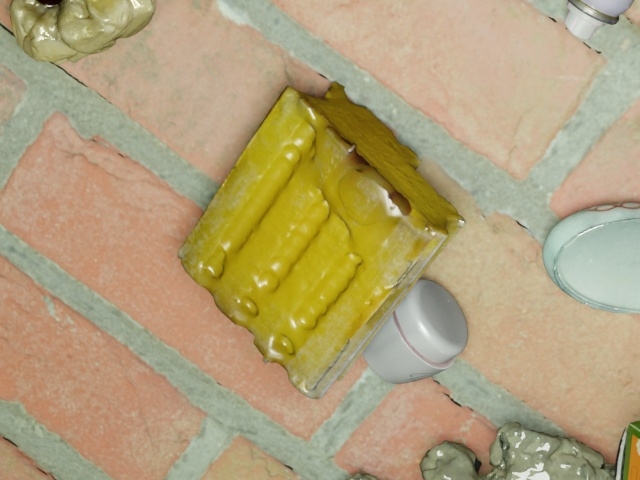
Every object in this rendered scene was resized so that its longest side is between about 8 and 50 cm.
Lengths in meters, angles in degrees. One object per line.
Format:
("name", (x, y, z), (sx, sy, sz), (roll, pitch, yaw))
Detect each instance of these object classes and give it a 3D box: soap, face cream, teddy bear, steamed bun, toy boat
("soap", (0.000, 0.000, 1.623), (0.259, 0.143, 0.281), (47, 117, 19))
("face cream", (0.330, -0.319, 1.477), (0.075, 0.075, 0.229), (31, 116, 0))
("teddy bear", (0.238, 0.385, 1.746), (0.367, 0.224, 0.357), (-36, 98, 9))
("steamed bun", (-0.288, -0.294, 1.623), (0.192, 0.106, 0.177), (-10, 110, 16))
("face cream", (0.112, 0.112, 1.684), (0.104, 0.117, 0.117), (-37, 99, 32))
("toy boat", (0.361, 0.015, 1.617), (0.208, 0.079, 0.134), (0, 120, 2))

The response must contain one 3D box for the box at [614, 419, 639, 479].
("box", (0.460, 0.292, 1.606), (0.195, 0.148, 0.177), (-11, 115, -26))
